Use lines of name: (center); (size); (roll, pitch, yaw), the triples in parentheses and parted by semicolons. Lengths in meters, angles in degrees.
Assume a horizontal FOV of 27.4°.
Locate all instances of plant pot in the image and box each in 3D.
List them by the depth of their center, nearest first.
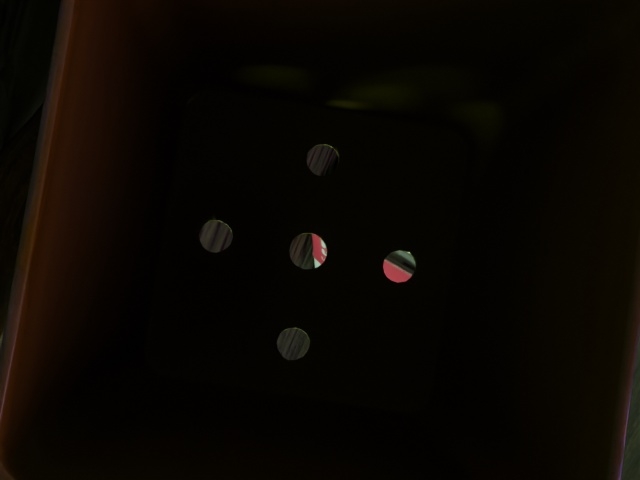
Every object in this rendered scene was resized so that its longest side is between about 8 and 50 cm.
plant pot: (0.000, 0.000, 0.531); (0.187, 0.212, 0.212); (146, -47, -84)

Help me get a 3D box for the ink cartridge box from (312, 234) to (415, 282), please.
ink cartridge box: (0.107, 0.004, 0.976); (0.226, 0.131, 0.306); (-51, 162, -23)

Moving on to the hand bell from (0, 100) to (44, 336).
hand bell: (-0.142, 0.055, 0.500); (0.126, 0.126, 0.242); (49, 62, -71)
